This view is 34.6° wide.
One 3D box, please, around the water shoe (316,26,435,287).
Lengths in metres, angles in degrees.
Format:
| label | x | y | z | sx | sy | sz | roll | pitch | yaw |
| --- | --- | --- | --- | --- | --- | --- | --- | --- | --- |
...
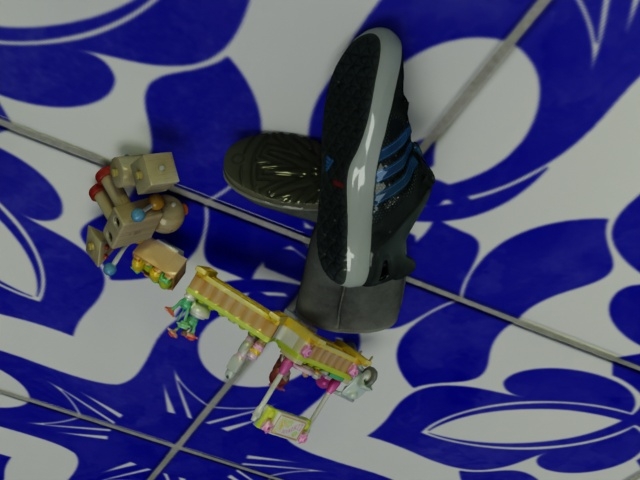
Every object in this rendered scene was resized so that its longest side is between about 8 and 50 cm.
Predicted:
| label | x | y | z | sx | sy | sz | roll | pitch | yaw |
| --- | --- | --- | --- | --- | --- | --- | --- | --- | --- |
| water shoe | 0.047 | -0.063 | 0.796 | 0.080 | 0.073 | 0.203 | -3 | 113 | -29 |

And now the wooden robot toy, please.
| label | x | y | z | sx | sy | sz | roll | pitch | yaw |
| --- | --- | --- | --- | --- | --- | --- | --- | --- | --- |
| wooden robot toy | -0.156 | -0.035 | 0.929 | 0.079 | 0.076 | 0.173 | -11 | 155 | -35 |

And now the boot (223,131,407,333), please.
| label | x | y | z | sx | sy | sz | roll | pitch | yaw |
| --- | --- | --- | --- | --- | --- | --- | --- | --- | --- |
| boot | -0.001 | 0.002 | 0.929 | 0.190 | 0.076 | 0.208 | 14 | 149 | -2 |

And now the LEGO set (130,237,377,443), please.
| label | x | y | z | sx | sy | sz | roll | pitch | yaw |
| --- | --- | --- | --- | --- | --- | --- | --- | --- | --- |
| LEGO set | -0.069 | 0.110 | 0.999 | 0.287 | 0.107 | 0.132 | 30 | -179 | -27 |
